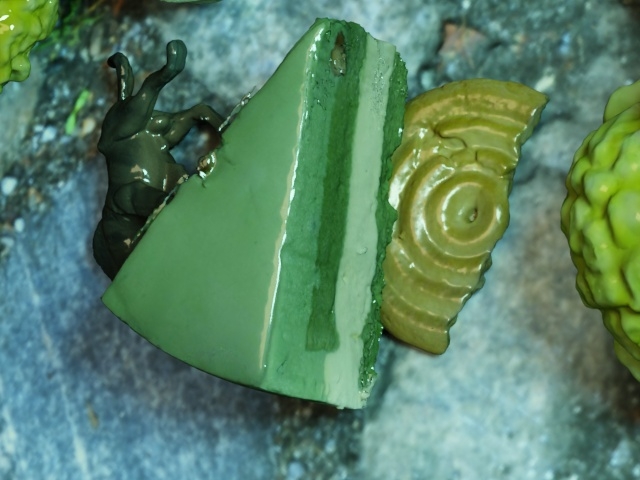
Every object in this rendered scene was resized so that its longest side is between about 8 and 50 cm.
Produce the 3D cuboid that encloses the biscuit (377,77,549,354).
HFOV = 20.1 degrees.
[{"bbox_3d":[0.085,-0.034,1.426,0.144,0.033,0.224,24,87,22],"label":"biscuit"}]

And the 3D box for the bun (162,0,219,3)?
[{"bbox_3d":[-0.149,-0.299,1.461,0.160,0.259,0.259,-40,69,13],"label":"bun"}]

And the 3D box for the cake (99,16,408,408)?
[{"bbox_3d":[0.002,-0.006,1.356,0.172,0.158,0.284,42,101,29],"label":"cake"}]

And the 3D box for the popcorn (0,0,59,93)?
[{"bbox_3d":[-0.340,-0.222,1.518,0.249,0.225,0.249,-6,77,24],"label":"popcorn"}]

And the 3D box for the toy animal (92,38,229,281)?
[{"bbox_3d":[-0.138,-0.057,1.480,0.148,0.084,0.233,-18,76,30],"label":"toy animal"}]

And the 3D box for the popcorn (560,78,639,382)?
[{"bbox_3d":[0.284,-0.001,1.247,0.259,0.259,0.212,36,129,23],"label":"popcorn"}]
